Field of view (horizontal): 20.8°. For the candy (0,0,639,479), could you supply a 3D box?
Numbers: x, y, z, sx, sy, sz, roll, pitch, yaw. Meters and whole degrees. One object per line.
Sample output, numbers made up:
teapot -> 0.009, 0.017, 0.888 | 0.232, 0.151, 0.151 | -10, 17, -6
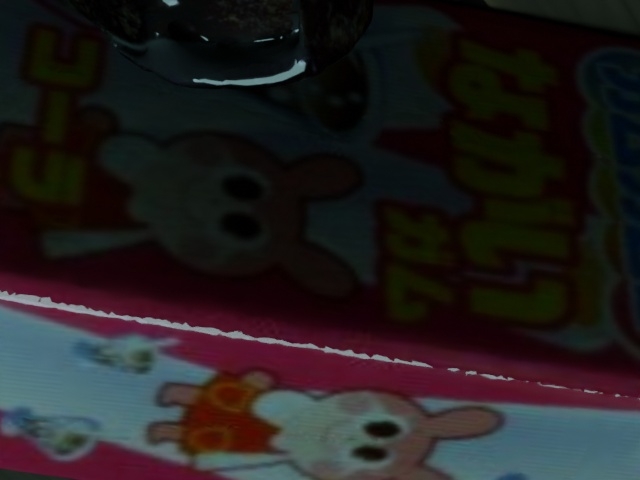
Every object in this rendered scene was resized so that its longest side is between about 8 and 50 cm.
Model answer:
candy -> 0.000, -0.001, 0.566 | 0.306, 0.157, 0.100 | 11, 138, -10

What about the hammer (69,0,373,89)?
hammer -> 0.117, -0.170, 0.441 | 0.409, 0.095, 0.242 | -6, 139, 0
